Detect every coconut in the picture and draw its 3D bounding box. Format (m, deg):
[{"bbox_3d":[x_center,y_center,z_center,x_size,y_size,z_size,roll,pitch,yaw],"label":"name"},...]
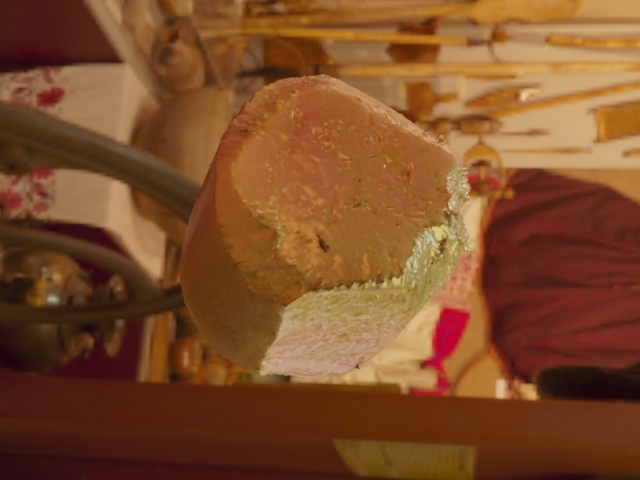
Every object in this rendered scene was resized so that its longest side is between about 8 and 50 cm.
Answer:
[{"bbox_3d":[0.000,0.000,0.936,0.245,0.233,0.233,119,-22,-65],"label":"coconut"}]
